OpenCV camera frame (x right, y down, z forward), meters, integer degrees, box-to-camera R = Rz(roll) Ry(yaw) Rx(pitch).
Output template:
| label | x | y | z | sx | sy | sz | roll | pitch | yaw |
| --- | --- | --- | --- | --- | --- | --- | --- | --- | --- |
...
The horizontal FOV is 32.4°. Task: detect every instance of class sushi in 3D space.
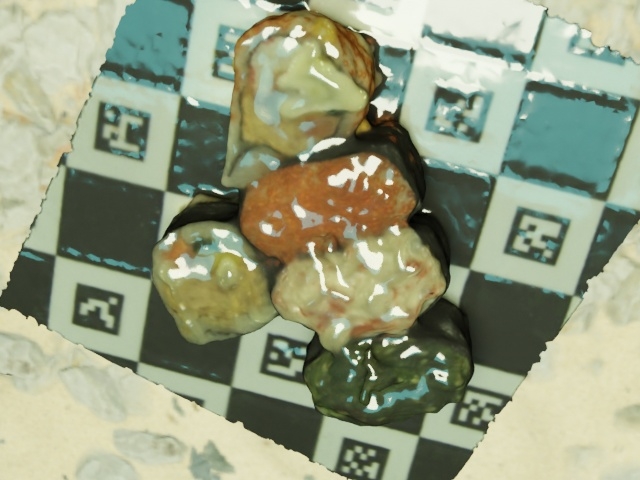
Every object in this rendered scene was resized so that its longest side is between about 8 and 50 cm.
| label | x | y | z | sx | sy | sz | roll | pitch | yaw |
| --- | --- | --- | --- | --- | --- | --- | --- | --- | --- |
| sushi | 0.000 | 0.000 | 0.625 | 0.320 | 0.069 | 0.339 | 29 | 116 | -4 |
